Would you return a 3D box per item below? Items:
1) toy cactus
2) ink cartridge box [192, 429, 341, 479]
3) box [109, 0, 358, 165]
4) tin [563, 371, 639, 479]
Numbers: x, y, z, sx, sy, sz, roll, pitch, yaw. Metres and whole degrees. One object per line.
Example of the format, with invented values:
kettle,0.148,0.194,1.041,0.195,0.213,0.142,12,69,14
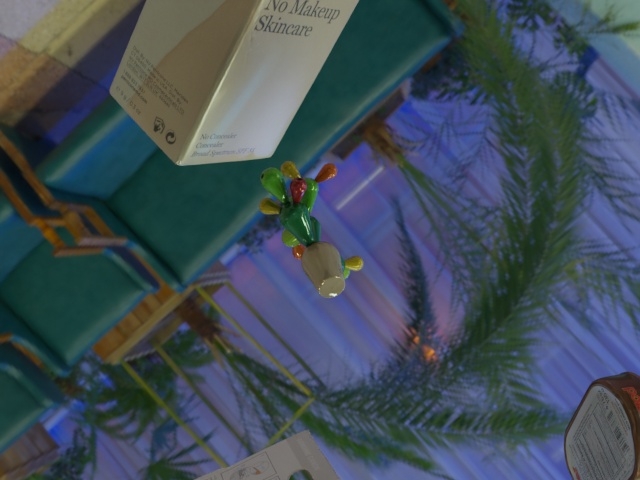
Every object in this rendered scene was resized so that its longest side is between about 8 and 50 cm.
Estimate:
toy cactus,0.000,0.000,1.010,0.112,0.180,0.219,-23,132,-1
ink cartridge box,-0.079,0.243,0.582,0.224,0.056,0.181,-21,-161,-13
box,-0.057,-0.229,0.728,0.148,0.121,0.311,-14,144,-51
tin,0.284,0.204,0.771,0.040,0.106,0.190,-6,140,-5
